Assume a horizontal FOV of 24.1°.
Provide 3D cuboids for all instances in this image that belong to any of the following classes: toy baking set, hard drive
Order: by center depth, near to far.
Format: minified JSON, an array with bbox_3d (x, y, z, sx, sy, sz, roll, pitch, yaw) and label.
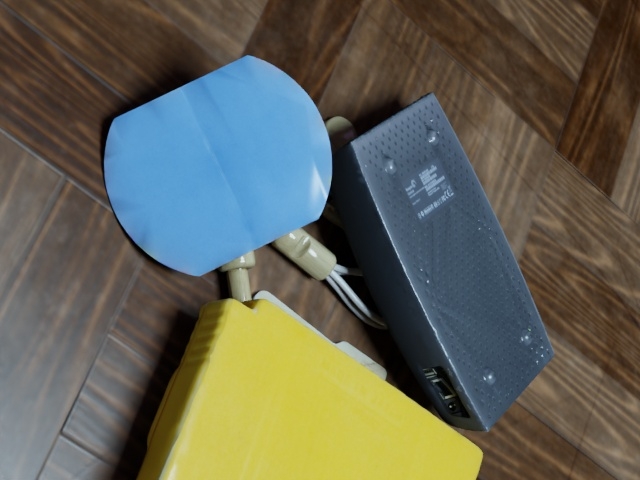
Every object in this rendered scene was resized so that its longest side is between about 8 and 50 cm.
[{"bbox_3d":[-0.006,-0.001,1.200,0.196,0.030,0.256,3,76,-38],"label":"toy baking set"},{"bbox_3d":[0.098,0.018,1.239,0.172,0.054,0.255,-36,102,-54],"label":"hard drive"}]

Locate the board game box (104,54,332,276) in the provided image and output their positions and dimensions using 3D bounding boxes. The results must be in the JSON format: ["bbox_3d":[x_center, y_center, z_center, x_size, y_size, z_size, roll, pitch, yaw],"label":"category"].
[{"bbox_3d":[-0.075,-0.054,1.126,0.168,0.033,0.133,-26,90,-3],"label":"board game box"}]

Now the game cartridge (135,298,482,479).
[{"bbox_3d":[-0.024,0.237,1.099,0.285,0.052,0.324,37,57,-29],"label":"game cartridge"}]
